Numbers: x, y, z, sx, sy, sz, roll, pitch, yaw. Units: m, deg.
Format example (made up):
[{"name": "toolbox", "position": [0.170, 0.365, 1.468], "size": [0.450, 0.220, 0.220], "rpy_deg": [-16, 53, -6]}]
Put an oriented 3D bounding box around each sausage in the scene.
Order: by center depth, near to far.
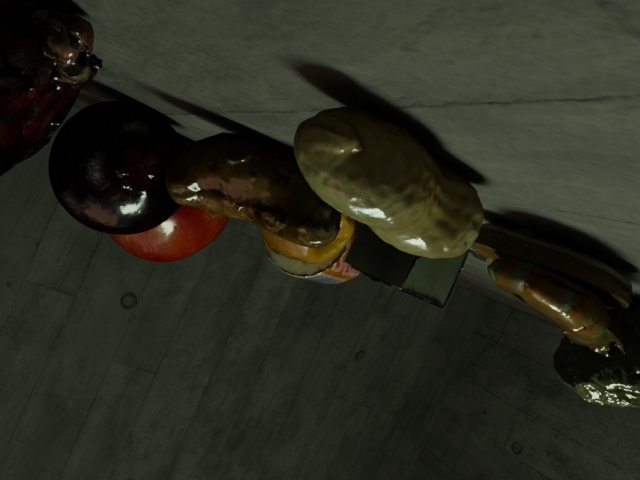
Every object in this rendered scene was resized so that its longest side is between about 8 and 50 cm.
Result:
[{"name": "sausage", "position": [0.000, 0.000, 1.666], "size": [0.233, 0.233, 0.287], "rpy_deg": [24, 179, 20]}]

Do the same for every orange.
[{"name": "orange", "position": [-0.048, -0.047, 1.410], "size": [0.249, 0.183, 0.249], "rpy_deg": [22, 178, 1]}]

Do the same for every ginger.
[{"name": "ginger", "position": [-0.101, -0.098, 1.060], "size": [0.322, 0.172, 0.165], "rpy_deg": [18, 140, 15]}]

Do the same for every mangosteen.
[{"name": "mangosteen", "position": [-0.463, -0.160, 1.426], "size": [0.307, 0.306, 0.347], "rpy_deg": [24, 171, -28]}]

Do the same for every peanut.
[{"name": "peanut", "position": [0.071, -0.049, 0.599], "size": [0.117, 0.101, 0.263], "rpy_deg": [-1, 164, 35]}]

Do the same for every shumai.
[{"name": "shumai", "position": [0.537, 0.206, 1.026], "size": [0.218, 0.189, 0.256], "rpy_deg": [25, -175, -6]}]

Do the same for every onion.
[{"name": "onion", "position": [-0.400, -0.170, 0.675], "size": [0.281, 0.281, 0.221], "rpy_deg": [23, 145, 29]}]

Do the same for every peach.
[{"name": "peach", "position": [-0.449, -0.132, 1.770], "size": [0.389, 0.388, 0.388], "rpy_deg": [24, 179, 0]}]

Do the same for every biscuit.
[{"name": "biscuit", "position": [0.309, 0.030, 0.821], "size": [0.208, 0.049, 0.181], "rpy_deg": [20, 176, 46]}]

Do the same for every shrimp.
[{"name": "shrimp", "position": [0.310, 0.090, 0.810], "size": [0.152, 0.062, 0.287], "rpy_deg": [24, 174, 45]}]

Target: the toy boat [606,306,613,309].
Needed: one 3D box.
[{"name": "toy boat", "position": [0.380, 0.076, 0.974], "size": [0.210, 0.052, 0.104], "rpy_deg": [7, -159, -37]}]

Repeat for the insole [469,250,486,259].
[{"name": "insole", "position": [0.366, 0.037, 1.439], "size": [0.045, 0.002, 0.135], "rpy_deg": [24, 180, 18]}]

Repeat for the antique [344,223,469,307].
[{"name": "antique", "position": [0.159, 0.022, 1.113], "size": [0.152, 0.147, 0.147], "rpy_deg": [24, 179, 44]}]
